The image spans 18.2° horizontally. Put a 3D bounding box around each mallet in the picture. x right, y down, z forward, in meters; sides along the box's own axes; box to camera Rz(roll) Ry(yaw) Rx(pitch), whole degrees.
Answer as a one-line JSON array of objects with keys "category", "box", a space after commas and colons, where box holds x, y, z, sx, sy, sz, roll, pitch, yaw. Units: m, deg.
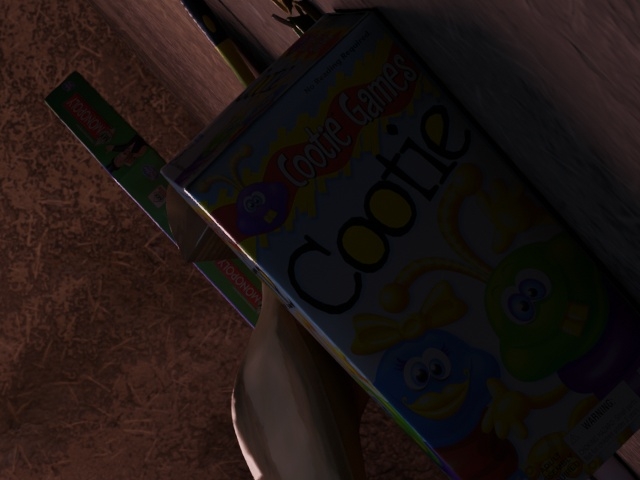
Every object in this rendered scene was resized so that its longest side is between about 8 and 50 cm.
[{"category": "mallet", "box": [-0.070, -0.164, 1.667, 0.190, 0.062, 0.039, 62, 175, -2]}]

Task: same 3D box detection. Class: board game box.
[{"category": "board game box", "box": [0.057, 0.016, 1.147, 0.275, 0.142, 0.144, 47, 177, -11]}, {"category": "board game box", "box": [-0.118, -0.008, 1.884, 0.317, 0.046, 0.213, 49, 177, -35]}]

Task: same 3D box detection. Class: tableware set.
[{"category": "tableware set", "box": [-0.032, -0.154, 1.288, 0.154, 0.024, 0.104, 46, 177, 0]}]

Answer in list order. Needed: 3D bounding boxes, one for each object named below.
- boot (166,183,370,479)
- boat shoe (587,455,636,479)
[{"category": "boot", "box": [0.037, 0.060, 1.310, 0.104, 0.211, 0.295, -49, 55, 46]}, {"category": "boat shoe", "box": [0.295, 0.344, 1.963, 0.367, 0.156, 0.136, 50, 176, -37]}]
